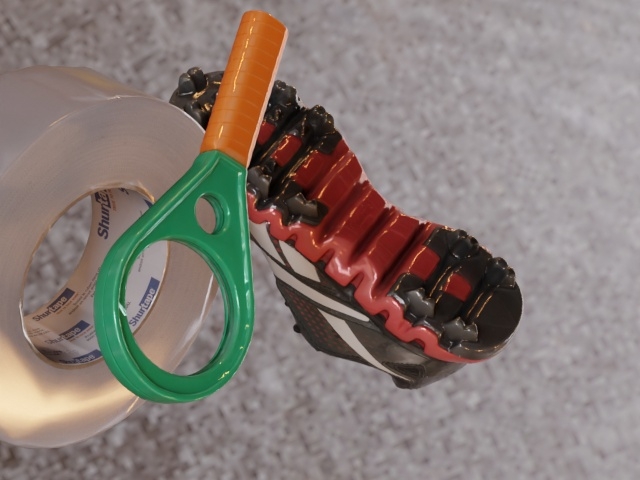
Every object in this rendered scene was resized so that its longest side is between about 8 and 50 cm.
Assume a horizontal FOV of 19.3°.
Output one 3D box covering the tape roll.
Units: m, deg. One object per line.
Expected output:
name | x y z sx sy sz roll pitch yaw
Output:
tape roll | -0.154 0.009 1.109 0.219 0.072 0.219 -28 129 -40

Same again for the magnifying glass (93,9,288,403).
magnifying glass | -0.060 -0.021 1.007 0.092 0.026 0.231 33 62 -32

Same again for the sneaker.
sneaker | 0.000 0.000 1.251 0.276 0.135 0.097 40 54 4
